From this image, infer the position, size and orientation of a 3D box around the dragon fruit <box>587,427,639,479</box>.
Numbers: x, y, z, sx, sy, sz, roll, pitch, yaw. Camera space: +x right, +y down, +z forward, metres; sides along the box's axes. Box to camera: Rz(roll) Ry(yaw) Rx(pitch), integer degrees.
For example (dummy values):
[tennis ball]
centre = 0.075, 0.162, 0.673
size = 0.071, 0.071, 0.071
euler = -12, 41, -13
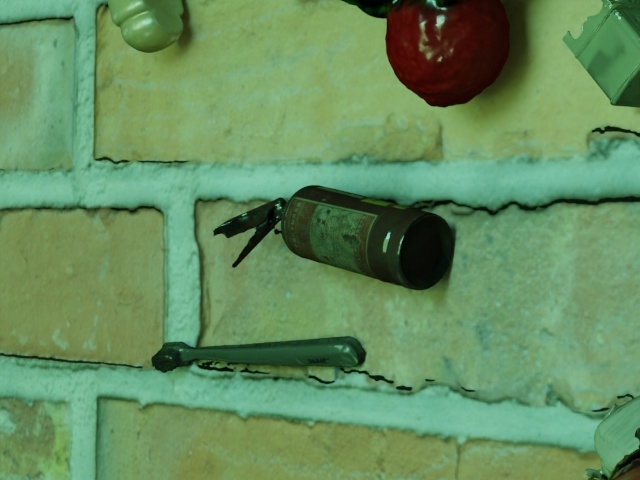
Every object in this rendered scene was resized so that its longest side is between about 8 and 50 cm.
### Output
[dragon fruit]
centre = 0.303, 0.250, 1.458
size = 0.269, 0.250, 0.291
euler = 30, 112, 5

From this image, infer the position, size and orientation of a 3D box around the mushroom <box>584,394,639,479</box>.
[mushroom]
centre = 0.321, 0.131, 1.570
size = 0.278, 0.096, 0.099
euler = -40, 63, 33

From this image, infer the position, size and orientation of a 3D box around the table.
[table]
centre = 0.262, -0.161, 1.641
size = 0.062, 0.079, 0.083
euler = -55, 52, 31

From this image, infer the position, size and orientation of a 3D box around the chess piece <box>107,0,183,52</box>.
[chess piece]
centre = -0.227, -0.386, 2.123
size = 0.117, 0.117, 0.397
euler = -28, 71, 42

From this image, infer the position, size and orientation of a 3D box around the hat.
[hat]
centre = 0.066, -0.277, 1.749
size = 0.274, 0.242, 0.332
euler = -2, 101, 62

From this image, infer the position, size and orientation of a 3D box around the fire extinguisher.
[fire extinguisher]
centre = 0.001, -0.008, 1.885
size = 0.252, 0.106, 0.075
euler = 16, 120, 44

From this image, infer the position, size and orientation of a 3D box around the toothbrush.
[toothbrush]
centre = -0.068, 0.117, 2.011
size = 0.297, 0.030, 0.030
euler = -5, 112, 44
